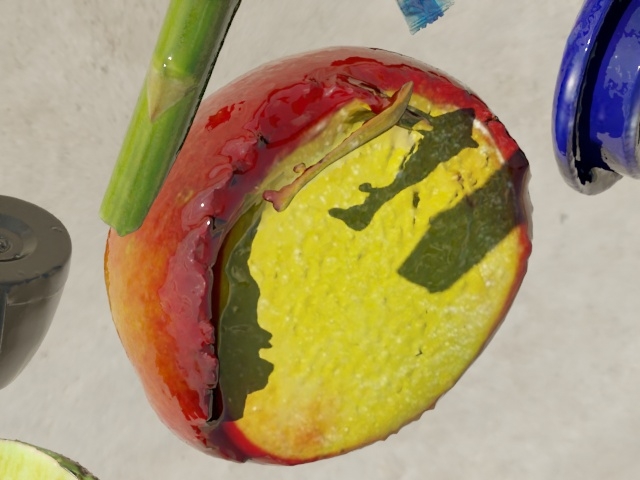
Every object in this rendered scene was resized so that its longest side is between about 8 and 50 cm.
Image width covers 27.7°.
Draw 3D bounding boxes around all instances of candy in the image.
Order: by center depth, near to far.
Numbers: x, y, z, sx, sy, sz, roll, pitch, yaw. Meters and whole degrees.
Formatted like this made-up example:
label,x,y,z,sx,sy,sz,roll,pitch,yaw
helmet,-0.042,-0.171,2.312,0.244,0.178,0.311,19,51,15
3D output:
label,x,y,z,sx,sy,sz,roll,pitch,yaw
candy,0.121,-0.347,1.707,0.038,0.088,0.136,-30,96,-47

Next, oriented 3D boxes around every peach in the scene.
label,x,y,z,sx,sy,sz,roll,pitch,yaw
peach,-0.016,0.007,1.203,0.335,0.310,0.406,43,82,-28

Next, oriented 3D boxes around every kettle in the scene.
label,x,y,z,sx,sy,sz,roll,pitch,yaw
kettle,-0.447,0.112,1.768,0.251,0.207,0.271,40,129,28

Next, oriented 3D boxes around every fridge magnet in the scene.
label,x,y,z,sx,sy,sz,roll,pitch,yaw
fridge magnet,0.309,-0.166,1.271,0.112,0.265,0.265,24,89,31

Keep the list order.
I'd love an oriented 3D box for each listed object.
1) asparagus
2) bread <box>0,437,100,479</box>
label,x,y,z,sx,sy,sz,roll,pitch,yaw
asparagus,-0.093,-0.083,0.790,0.041,0.045,0.178,17,117,-15
bread,-0.255,0.310,1.102,0.301,0.045,0.301,3,96,25
